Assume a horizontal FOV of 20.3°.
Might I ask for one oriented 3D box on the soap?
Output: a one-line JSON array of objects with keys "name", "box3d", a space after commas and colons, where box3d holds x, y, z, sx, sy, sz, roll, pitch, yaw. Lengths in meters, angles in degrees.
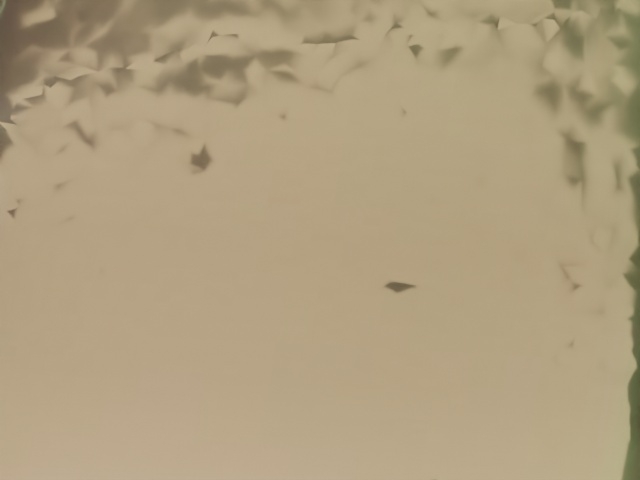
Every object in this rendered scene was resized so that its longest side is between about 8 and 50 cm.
[{"name": "soap", "box3d": [0.000, 0.000, 0.731, 0.285, 0.107, 0.296, 6, 80, 4]}]
